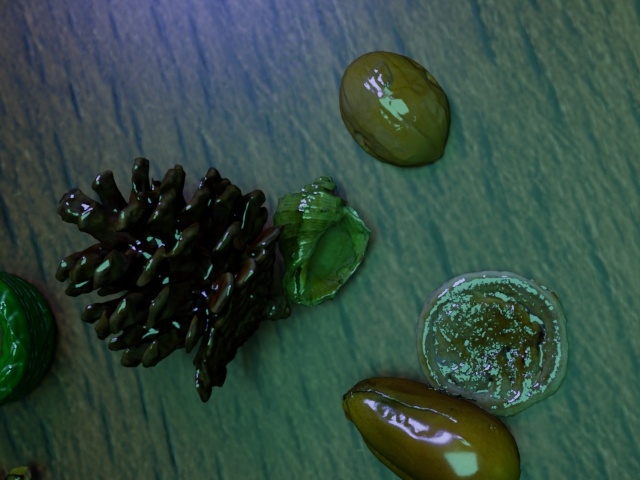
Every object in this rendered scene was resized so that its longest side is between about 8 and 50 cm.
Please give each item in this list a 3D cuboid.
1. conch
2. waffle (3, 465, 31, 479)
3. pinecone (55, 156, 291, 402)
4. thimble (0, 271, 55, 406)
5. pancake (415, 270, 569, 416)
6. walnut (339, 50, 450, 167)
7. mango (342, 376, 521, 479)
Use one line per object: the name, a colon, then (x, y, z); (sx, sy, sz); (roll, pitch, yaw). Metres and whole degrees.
conch: (0.000, 0.000, 0.947); (0.089, 0.074, 0.121); (9, 87, 7)
waffle: (-0.340, 0.332, 1.005); (0.228, 0.051, 0.232); (-14, 86, 6)
pinecone: (-0.134, 0.021, 0.923); (0.212, 0.168, 0.186); (23, 81, 26)
thimble: (-0.312, 0.090, 0.989); (0.118, 0.090, 0.130); (-30, 84, 4)
pancake: (0.151, 0.092, 0.944); (0.139, 0.022, 0.140); (0, 88, 10)
walnut: (0.064, -0.120, 0.954); (0.091, 0.052, 0.121); (-43, 80, 8)
mango: (0.098, 0.170, 0.916); (0.159, 0.105, 0.084); (35, 63, 24)
